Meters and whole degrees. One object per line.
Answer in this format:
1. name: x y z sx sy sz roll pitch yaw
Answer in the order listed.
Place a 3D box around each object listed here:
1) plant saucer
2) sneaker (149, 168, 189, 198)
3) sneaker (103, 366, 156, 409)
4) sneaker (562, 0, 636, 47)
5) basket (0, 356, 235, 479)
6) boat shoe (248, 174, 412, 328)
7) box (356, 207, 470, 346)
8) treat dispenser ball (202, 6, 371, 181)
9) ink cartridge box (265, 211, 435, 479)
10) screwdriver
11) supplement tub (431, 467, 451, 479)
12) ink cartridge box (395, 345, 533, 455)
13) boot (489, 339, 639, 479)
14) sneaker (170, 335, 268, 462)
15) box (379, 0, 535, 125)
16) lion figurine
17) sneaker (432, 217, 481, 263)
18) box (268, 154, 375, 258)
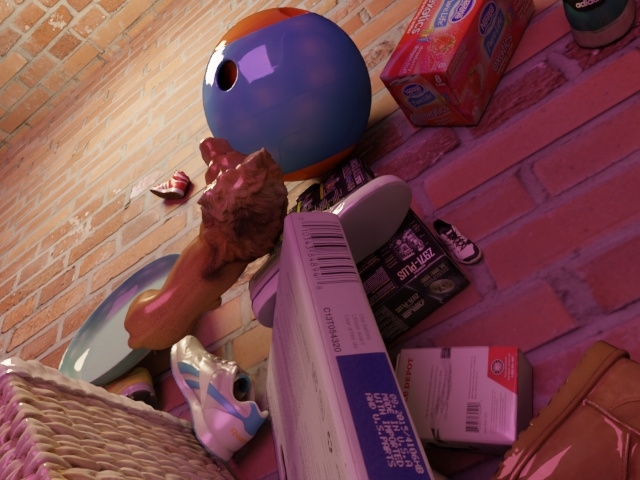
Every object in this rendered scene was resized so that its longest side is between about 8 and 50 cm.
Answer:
1. plant saucer: -0.362 0.153 0.985 0.317 0.044 0.317 -29 30 19
2. sneaker: -0.366 -0.139 1.268 0.118 0.042 0.067 6 67 36
3. sneaker: -0.366 0.297 0.900 0.208 0.081 0.094 -34 33 7
4. sneaker: 0.403 -0.429 0.758 0.108 0.121 0.302 -11 52 35
5. basket: -0.274 0.365 0.561 0.266 0.331 0.328 23 76 47
6. boat shoe: 0.000 0.000 0.668 0.258 0.095 0.084 -41 45 7
7. box: 0.079 0.047 0.695 0.180 0.077 0.147 -40 40 10
8. treat dispenser ball: -0.056 -0.245 0.891 0.288 0.288 0.288 -23 46 26
9. ink cartridge box: 0.004 0.196 0.543 0.071 0.330 0.324 -4 43 -14
10. screwdriver: 0.028 -0.113 0.921 0.170 0.024 0.025 -32 71 8
11. supplement tub: 0.106 0.262 0.504 0.107 0.071 0.071 14 69 47
12. ink cartridge box: 0.149 0.169 0.551 0.135 0.056 0.099 -10 52 36
13. boot: 0.277 0.221 0.374 0.236 0.089 0.269 -53 42 -5
14. sneaker: -0.153 0.214 0.770 0.092 0.087 0.228 -40 43 -5
15. box: 0.223 -0.319 0.828 0.128 0.122 0.257 14 68 46
16. lion figurine: -0.167 0.044 0.708 0.392 0.142 0.240 -58 6 10
17. sneaker: 0.175 0.000 0.680 0.032 0.037 0.083 -45 41 0
18. box: 0.006 -0.047 0.806 0.184 0.045 0.191 -41 15 12
